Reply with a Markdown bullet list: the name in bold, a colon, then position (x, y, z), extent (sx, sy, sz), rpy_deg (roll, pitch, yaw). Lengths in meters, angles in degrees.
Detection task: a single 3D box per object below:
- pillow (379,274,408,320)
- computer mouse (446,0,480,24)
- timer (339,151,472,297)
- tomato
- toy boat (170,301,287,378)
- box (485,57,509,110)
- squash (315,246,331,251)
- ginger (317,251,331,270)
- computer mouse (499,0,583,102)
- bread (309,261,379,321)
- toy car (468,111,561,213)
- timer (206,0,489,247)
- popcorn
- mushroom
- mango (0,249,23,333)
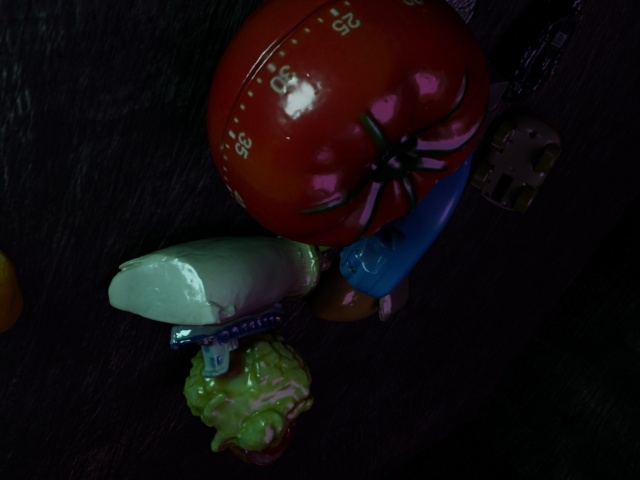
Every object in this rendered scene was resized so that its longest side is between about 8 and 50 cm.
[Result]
- **pillow**: position (0.153, 0.056, 1.932), extent (0.135, 0.034, 0.211), rpy_deg (-32, 123, -49)
- **computer mouse**: position (0.183, -0.413, 1.295), extent (0.147, 0.088, 0.264), rpy_deg (0, 134, -35)
- **timer**: position (0.143, -0.084, 1.537), extent (0.340, 0.115, 0.309), rpy_deg (123, -14, -46)
- **tomato**: position (-0.151, 0.356, 1.929), extent (0.200, 0.139, 0.233), rpy_deg (-15, 108, -59)
- **toy boat**: position (-0.156, 0.163, 1.605), extent (0.262, 0.114, 0.115), rpy_deg (-25, 108, -44)
- **box**: position (0.288, -0.284, 1.683), extent (0.122, 0.069, 0.084), rpy_deg (-19, 144, -44)
- **squash**: position (0.013, -0.085, 1.506), extent (0.203, 0.111, 0.289), rpy_deg (0, 129, -55)
- **ginger**: position (-0.003, 0.002, 1.712), extent (0.069, 0.051, 0.173), rpy_deg (-25, 154, -26)
- **computer mouse**: position (0.407, -0.370, 1.723), extent (0.146, 0.077, 0.242), rpy_deg (0, 127, -58)
- **bread**: position (0.074, 0.117, 1.953), extent (0.147, 0.098, 0.217), rpy_deg (-51, 154, 21)
- **toy car**: position (0.455, -0.198, 2.038), extent (0.235, 0.145, 0.235), rpy_deg (-57, 170, -16)
- **timer**: position (0.031, -0.176, 1.198), extent (0.378, 0.279, 0.378), rpy_deg (-33, 154, -18)
- **popcorn**: position (-0.132, 0.275, 1.728), extent (0.256, 0.255, 0.195), rpy_deg (9, 168, -28)
- **mushroom**: position (-0.139, 0.059, 1.465), extent (0.407, 0.154, 0.138), rpy_deg (-12, 96, -53)
- **mango**: position (-0.422, 0.066, 1.107), extent (0.115, 0.089, 0.165), rpy_deg (-41, 161, -31)
